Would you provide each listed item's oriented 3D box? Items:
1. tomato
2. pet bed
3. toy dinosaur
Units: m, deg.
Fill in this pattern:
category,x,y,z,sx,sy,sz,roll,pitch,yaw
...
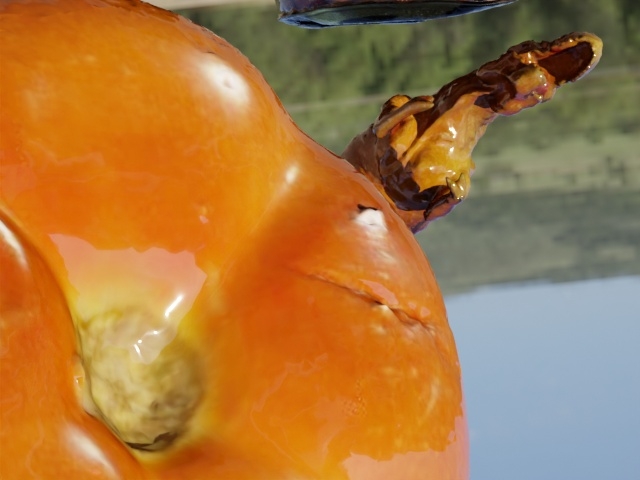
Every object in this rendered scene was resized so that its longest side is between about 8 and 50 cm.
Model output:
category,x,y,z,sx,sy,sz,roll,pitch,yaw
tomato,-0.080,0.057,0.533,0.260,0.260,0.180,-9,165,-40
pet bed,0.070,-0.169,1.292,0.201,0.053,0.201,-4,-171,1
toy dinosaur,0.000,0.000,1.251,0.208,0.097,0.432,-22,165,-45
